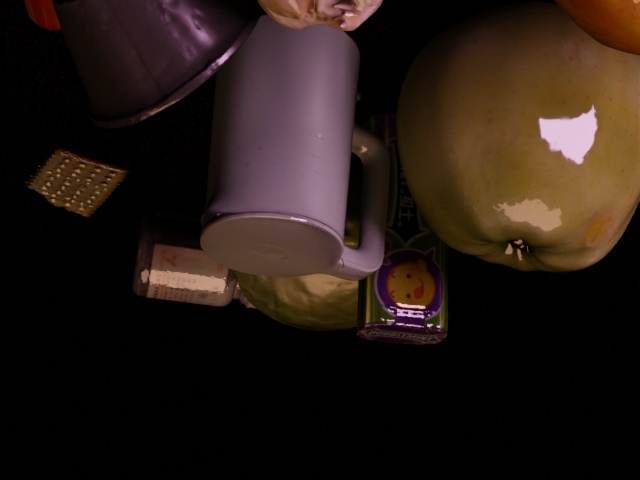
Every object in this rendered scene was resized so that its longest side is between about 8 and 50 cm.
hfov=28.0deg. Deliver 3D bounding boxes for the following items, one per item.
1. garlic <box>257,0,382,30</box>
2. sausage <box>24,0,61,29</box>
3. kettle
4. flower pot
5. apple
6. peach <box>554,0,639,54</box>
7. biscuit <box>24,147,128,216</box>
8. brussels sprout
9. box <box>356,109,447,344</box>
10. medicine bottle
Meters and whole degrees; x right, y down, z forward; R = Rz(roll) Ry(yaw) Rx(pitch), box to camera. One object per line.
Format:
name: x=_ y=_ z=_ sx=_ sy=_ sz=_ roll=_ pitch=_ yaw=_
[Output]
garlic: x=0.024 y=-0.337 z=1.455 sx=0.281 sy=0.203 sz=0.184 roll=-25 pitch=161 yaw=40
sausage: x=-0.352 y=-0.344 z=1.633 sx=0.083 sy=0.083 sz=0.264 roll=5 pitch=156 yaw=-3
kettle: x=-0.040 y=-0.116 z=1.788 sx=0.205 sy=0.318 sz=0.265 roll=-9 pitch=151 yaw=23
flower pot: x=-0.221 y=-0.286 z=1.591 sx=0.269 sy=0.269 sz=0.166 roll=-13 pitch=127 yaw=32
apple: x=0.272 y=-0.137 z=1.699 sx=0.357 sy=0.357 sz=0.357 roll=3 pitch=155 yaw=2
peach: x=0.373 y=-0.335 z=1.316 sx=0.332 sy=0.308 sz=0.308 roll=-1 pitch=160 yaw=-29
biscuit: x=-0.431 y=-0.101 z=2.233 sx=0.144 sy=0.016 sz=0.203 roll=17 pitch=151 yaw=-26
brussels sprout: x=0.000 y=0.000 z=2.109 sx=0.344 sy=0.268 sz=0.344 roll=8 pitch=141 yaw=6
box: x=0.124 y=-0.023 z=1.928 sx=0.134 sy=0.346 sz=0.097 roll=6 pitch=160 yaw=-12
medicine bottle: x=-0.196 y=0.037 z=2.312 sx=0.273 sy=0.165 sz=0.165 roll=9 pitch=154 yaw=-8
